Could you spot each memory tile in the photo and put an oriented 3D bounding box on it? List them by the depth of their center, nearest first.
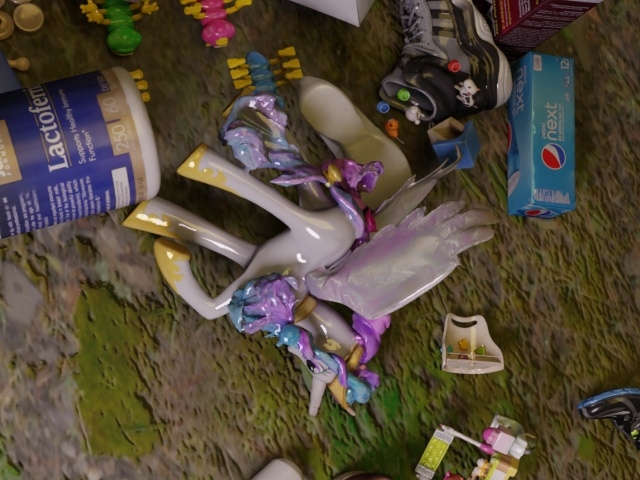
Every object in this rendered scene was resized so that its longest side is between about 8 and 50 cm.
[{"bbox_3d":[-0.410,-0.287,1.492,0.148,0.012,0.113,-14,84,-21],"label":"memory tile"}]

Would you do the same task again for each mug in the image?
[{"bbox_3d":[-0.053,0.295,1.484,0.062,0.078,0.064,28,58,22],"label":"mug"}]

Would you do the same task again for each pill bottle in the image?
[{"bbox_3d":[-0.318,-0.086,1.359,0.265,0.153,0.153,-17,85,-16],"label":"pill bottle"}]

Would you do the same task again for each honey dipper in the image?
[{"bbox_3d":[-0.419,-0.208,1.465,0.161,0.030,0.030,1,79,-21],"label":"honey dipper"}]

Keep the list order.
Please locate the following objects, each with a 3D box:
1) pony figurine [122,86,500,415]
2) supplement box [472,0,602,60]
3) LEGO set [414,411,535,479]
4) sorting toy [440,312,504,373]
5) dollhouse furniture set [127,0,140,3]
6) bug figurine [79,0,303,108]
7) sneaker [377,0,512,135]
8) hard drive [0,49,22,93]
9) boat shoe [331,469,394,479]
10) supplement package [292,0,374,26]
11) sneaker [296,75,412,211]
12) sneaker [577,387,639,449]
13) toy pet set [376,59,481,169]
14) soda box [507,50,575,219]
[{"bbox_3d":[0.000,0.000,1.458,0.363,0.303,0.351,41,106,-10],"label":"pony figurine"},{"bbox_3d":[0.270,-0.329,1.614,0.073,0.239,0.130,1,79,-18],"label":"supplement box"},{"bbox_3d":[0.149,0.330,1.517,0.107,0.132,0.287,26,95,5],"label":"LEGO set"},{"bbox_3d":[0.186,0.129,1.603,0.083,0.045,0.075,6,70,-18],"label":"sorting toy"},{"bbox_3d":[-0.259,-0.389,1.472,0.144,0.123,0.151,14,60,-4],"label":"dollhouse furniture set"},{"bbox_3d":[-0.173,-0.219,1.530,0.279,0.072,0.216,-10,76,-16],"label":"bug figurine"},{"bbox_3d":[0.127,-0.264,1.624,0.153,0.101,0.268,-34,94,-24],"label":"sneaker"},{"bbox_3d":[-0.465,-0.192,1.406,0.210,0.040,0.318,-32,102,-22],"label":"hard drive"},{"bbox_3d":[0.025,0.430,1.440,0.123,0.123,0.342,23,73,-14],"label":"boat shoe"},{"bbox_3d":[0.014,-0.446,1.540,0.199,0.198,0.262,24,70,15],"label":"supplement package"},{"bbox_3d":[0.042,-0.127,1.587,0.080,0.094,0.212,-36,116,3],"label":"sneaker"},{"bbox_3d":[0.424,0.240,1.647,0.188,0.067,0.078,17,68,-18],"label":"sneaker"},{"bbox_3d":[0.150,-0.142,1.562,0.122,0.065,0.114,-32,127,-10],"label":"toy pet set"},{"bbox_3d":[0.292,-0.138,1.674,0.067,0.071,0.210,6,77,-17],"label":"soda box"}]
